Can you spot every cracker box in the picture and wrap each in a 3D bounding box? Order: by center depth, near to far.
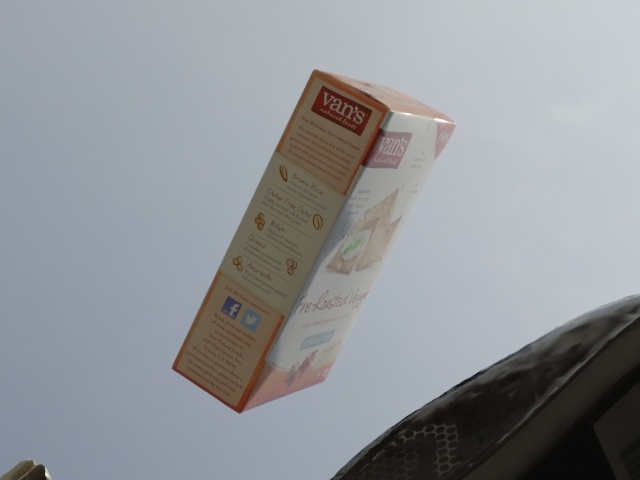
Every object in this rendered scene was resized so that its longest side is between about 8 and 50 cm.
[{"bbox_3d":[0.000,0.000,0.858,0.067,0.155,0.232,30,-77,19],"label":"cracker box"}]

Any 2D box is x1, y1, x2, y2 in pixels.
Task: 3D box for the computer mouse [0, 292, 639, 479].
[{"bbox_3d":[0.043,0.098,0.353,0.272,0.188,0.072,-27,-166,-18],"label":"computer mouse"}]
